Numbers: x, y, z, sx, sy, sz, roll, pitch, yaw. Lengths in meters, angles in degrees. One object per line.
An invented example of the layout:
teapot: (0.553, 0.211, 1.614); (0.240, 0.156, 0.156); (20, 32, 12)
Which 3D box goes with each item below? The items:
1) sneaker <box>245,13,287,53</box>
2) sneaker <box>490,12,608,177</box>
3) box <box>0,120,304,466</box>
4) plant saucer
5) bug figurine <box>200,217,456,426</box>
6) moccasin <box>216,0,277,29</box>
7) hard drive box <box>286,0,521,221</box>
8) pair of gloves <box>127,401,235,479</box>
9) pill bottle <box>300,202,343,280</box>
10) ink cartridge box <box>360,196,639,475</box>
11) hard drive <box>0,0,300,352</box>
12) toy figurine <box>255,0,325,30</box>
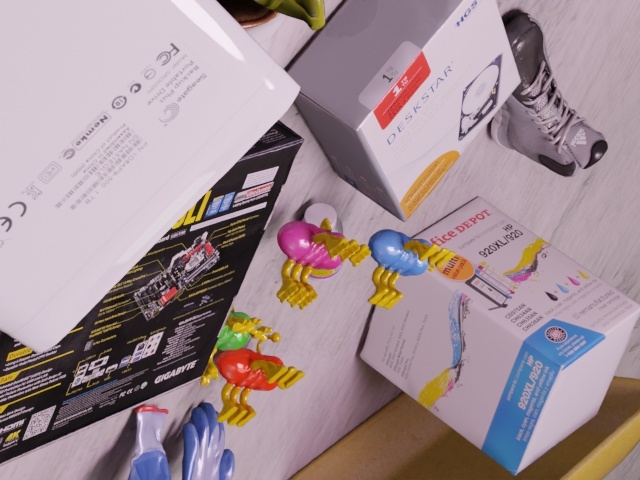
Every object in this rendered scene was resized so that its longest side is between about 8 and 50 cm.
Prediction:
sneaker: (-0.058, -0.173, 1.472); (0.212, 0.080, 0.094); (-58, 170, 30)
sneaker: (0.243, -0.139, 2.009); (0.086, 0.132, 0.229); (-48, 158, -13)
box: (-0.173, 0.034, 1.530); (0.322, 0.079, 0.257); (-21, 140, -52)
plant saucer: (0.188, 0.257, 2.244); (0.333, 0.333, 0.081); (-33, 116, -39)
bug figurine: (-0.020, 0.058, 1.818); (0.279, 0.072, 0.216); (-38, 151, 15)
moccasin: (-0.141, -0.178, 1.170); (0.139, 0.147, 0.380); (-38, 164, 17)
hard drive box: (0.077, -0.144, 1.739); (0.181, 0.089, 0.232); (-51, 157, -6)
pair of gloves: (-0.133, 0.235, 1.869); (0.198, 0.023, 0.159); (10, 81, -63)
pill bottle: (0.000, 0.000, 1.858); (0.043, 0.043, 0.083); (-42, 155, -25)
ink cartridge box: (0.194, 0.100, 2.139); (0.171, 0.232, 0.168); (-30, 146, -44)
hard drive: (-0.181, -0.092, 1.065); (0.233, 0.047, 0.353); (-45, 143, 2)
toy figurine: (-0.115, -0.291, 1.047); (0.217, 0.191, 0.362); (-6, 104, -12)
